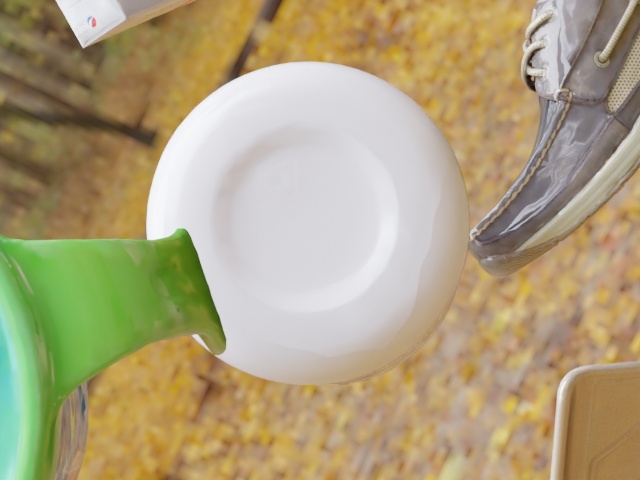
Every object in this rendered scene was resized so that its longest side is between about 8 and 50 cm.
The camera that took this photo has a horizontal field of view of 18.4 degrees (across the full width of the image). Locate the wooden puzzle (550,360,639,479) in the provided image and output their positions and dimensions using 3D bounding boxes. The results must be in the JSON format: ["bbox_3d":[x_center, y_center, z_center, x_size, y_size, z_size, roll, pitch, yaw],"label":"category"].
[{"bbox_3d":[0.291,0.174,1.565,0.044,0.238,0.221,-110,16,-53],"label":"wooden puzzle"}]

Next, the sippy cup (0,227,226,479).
[{"bbox_3d":[-0.208,0.079,0.892,0.224,0.305,0.240,39,-114,-82],"label":"sippy cup"}]

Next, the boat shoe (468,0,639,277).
[{"bbox_3d":[0.207,-0.129,1.457,0.355,0.130,0.132,-50,-1,-12],"label":"boat shoe"}]

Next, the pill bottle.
[{"bbox_3d":[0.000,0.000,1.229,0.323,0.181,0.181,58,-122,-85],"label":"pill bottle"}]

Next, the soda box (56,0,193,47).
[{"bbox_3d":[-0.158,-0.256,1.889,0.069,0.074,0.216,-27,4,40],"label":"soda box"}]
